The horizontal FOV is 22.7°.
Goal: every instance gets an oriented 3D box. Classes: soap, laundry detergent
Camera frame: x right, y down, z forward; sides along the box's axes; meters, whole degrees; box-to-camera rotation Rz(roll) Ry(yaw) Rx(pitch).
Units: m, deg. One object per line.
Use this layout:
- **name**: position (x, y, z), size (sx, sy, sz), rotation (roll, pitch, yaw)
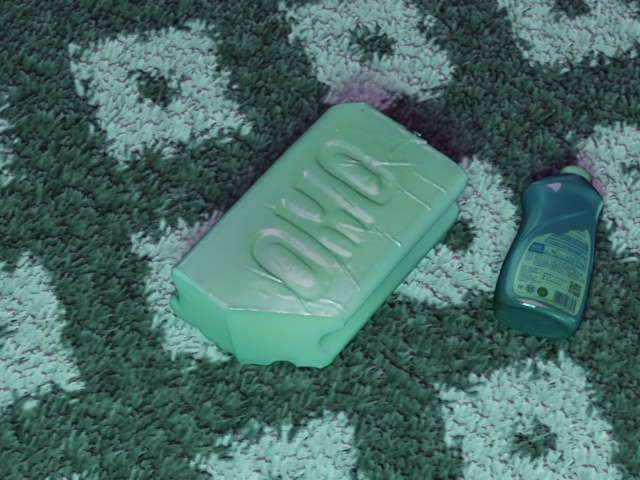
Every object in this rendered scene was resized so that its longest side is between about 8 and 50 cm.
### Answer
- **soap**: position (0.000, 0.000, 1.639), size (0.173, 0.095, 0.289), rotation (36, 63, 16)
- **laundry detergent**: position (0.247, 0.002, 1.681), size (0.096, 0.061, 0.206), rotation (16, 59, 7)
